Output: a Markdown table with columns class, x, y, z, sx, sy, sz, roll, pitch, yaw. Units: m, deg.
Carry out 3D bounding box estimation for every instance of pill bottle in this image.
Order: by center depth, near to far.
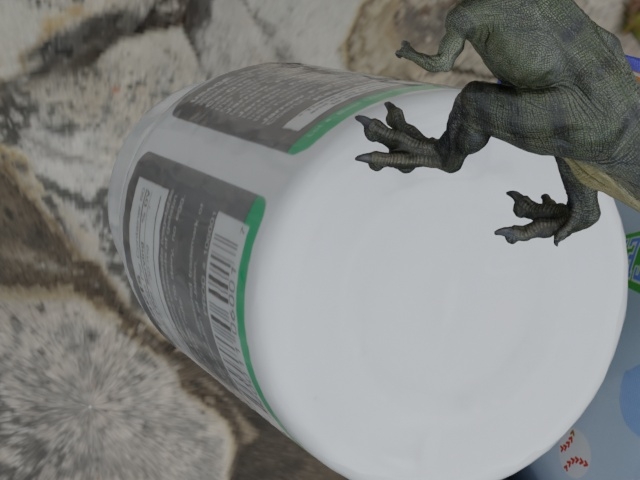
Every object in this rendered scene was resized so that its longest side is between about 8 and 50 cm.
| class | x | y | z | sx | sy | sz | roll | pitch | yaw |
| --- | --- | --- | --- | --- | --- | --- | --- | --- | --- |
| pill bottle | 0.000 | 0.000 | 0.860 | 0.204 | 0.361 | 0.204 | -4 | 102 | -21 |

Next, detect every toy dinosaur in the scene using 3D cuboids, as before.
| class | x | y | z | sx | sy | sz | roll | pitch | yaw |
| --- | --- | --- | --- | --- | --- | --- | --- | --- | --- |
| toy dinosaur | 0.091 | -0.045 | 0.584 | 0.268 | 0.118 | 0.064 | 43 | 50 | -11 |

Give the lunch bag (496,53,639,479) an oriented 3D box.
| class | x | y | z | sx | sy | sz | roll | pitch | yaw |
| --- | --- | --- | --- | --- | --- | --- | --- | --- | --- |
| lunch bag | 0.203 | 0.107 | 0.974 | 0.239 | 0.328 | 0.385 | 5 | 120 | -21 |
